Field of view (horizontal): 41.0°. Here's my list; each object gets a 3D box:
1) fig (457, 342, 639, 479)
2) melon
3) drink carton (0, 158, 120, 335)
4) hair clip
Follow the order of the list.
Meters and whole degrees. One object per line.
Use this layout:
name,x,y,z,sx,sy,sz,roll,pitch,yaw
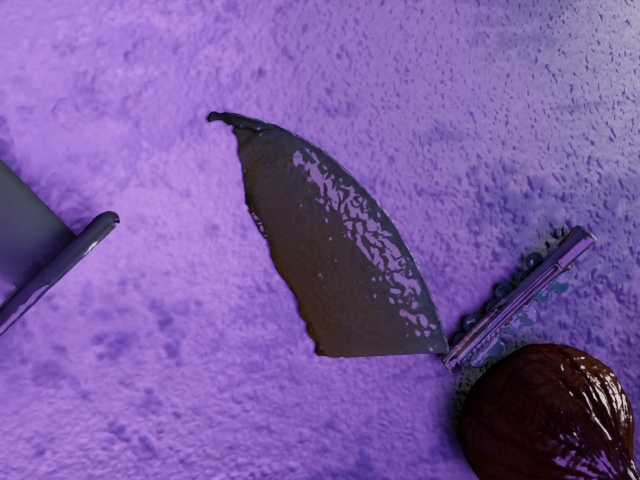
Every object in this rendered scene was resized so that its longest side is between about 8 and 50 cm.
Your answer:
fig,0.209,0.177,0.683,0.146,0.201,0.134,-46,128,3
melon,-0.001,-0.001,0.681,0.114,0.053,0.261,-34,103,7
drink carton,-0.253,-0.011,0.526,0.191,0.185,0.189,-44,96,-8
hair clip,0.172,0.054,0.737,0.173,0.049,0.049,-42,107,-4
